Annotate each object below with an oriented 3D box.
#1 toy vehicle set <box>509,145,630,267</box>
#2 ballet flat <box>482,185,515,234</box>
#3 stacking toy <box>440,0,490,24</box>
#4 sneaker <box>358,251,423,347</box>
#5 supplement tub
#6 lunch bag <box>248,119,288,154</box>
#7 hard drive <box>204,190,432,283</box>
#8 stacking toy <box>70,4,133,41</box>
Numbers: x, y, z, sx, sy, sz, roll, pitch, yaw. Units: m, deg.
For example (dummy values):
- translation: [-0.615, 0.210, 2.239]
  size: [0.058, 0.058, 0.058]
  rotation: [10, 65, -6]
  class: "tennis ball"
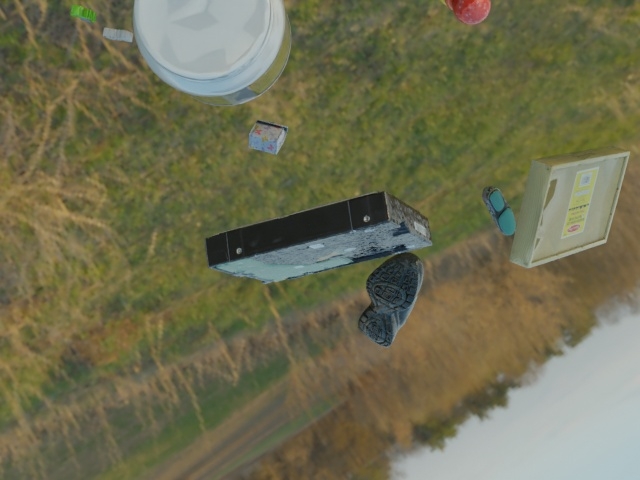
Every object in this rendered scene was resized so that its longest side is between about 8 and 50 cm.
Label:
- translation: [0.403, -0.058, 1.588]
  size: [0.267, 0.035, 0.166]
  rotation: [-12, 119, -47]
  class: "toy vehicle set"
- translation: [0.323, -0.058, 1.806]
  size: [0.041, 0.041, 0.114]
  rotation: [-34, 127, -2]
  class: "ballet flat"
- translation: [0.321, -0.623, 2.414]
  size: [0.141, 0.330, 0.141]
  rotation: [-10, 133, -11]
  class: "stacking toy"
- translation: [0.160, 0.103, 2.090]
  size: [0.130, 0.109, 0.286]
  rotation: [-47, 167, -35]
  class: "sneaker"
- translation: [-0.173, -0.350, 1.623]
  size: [0.241, 0.241, 0.331]
  rotation: [-35, -177, 2]
  class: "supplement tub"
- translation: [-0.118, -0.241, 2.237]
  size: [0.083, 0.071, 0.053]
  rotation: [-64, 166, -46]
  class: "lunch bag"
- translation: [0.000, 0.000, 1.732]
  size: [0.339, 0.064, 0.237]
  rotation: [-15, 164, 22]
  class: "hard drive"
- translation: [-0.378, -0.452, 1.741]
  size: [0.052, 0.167, 0.221]
  rotation: [9, -178, 11]
  class: "stacking toy"
